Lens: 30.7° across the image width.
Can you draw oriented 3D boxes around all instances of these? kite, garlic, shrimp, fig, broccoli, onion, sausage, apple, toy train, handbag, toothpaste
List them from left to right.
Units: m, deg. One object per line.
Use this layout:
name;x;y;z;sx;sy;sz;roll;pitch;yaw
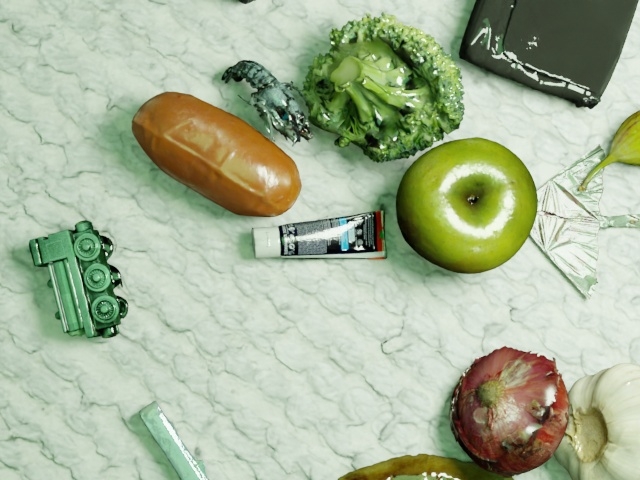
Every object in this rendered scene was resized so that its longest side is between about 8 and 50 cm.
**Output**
toy train;-0.338;0.061;1.648;0.111;0.071;0.171;-15;86;8
sausage;-0.145;-0.120;1.633;0.258;0.133;0.133;32;86;3
shrimp;-0.076;-0.199;1.637;0.082;0.076;0.174;-27;62;-36
toothpaste;0.000;0.000;1.668;0.193;0.045;0.071;-5;93;-7
broccoli;0.089;-0.207;1.610;0.176;0.226;0.198;15;108;-25
apple;0.201;-0.047;1.612;0.196;0.157;0.196;0;87;-4
onion;0.271;0.237;1.601;0.147;0.184;0.184;21;83;-43
handbag;0.336;-0.332;1.683;0.223;0.080;0.247;21;83;-6
kite;0.401;-0.027;1.685;0.250;0.012;0.229;3;84;0
fig;0.439;-0.136;1.653;0.166;0.093;0.093;-19;85;-5
garlic;0.444;0.273;1.604;0.226;0.199;0.199;8;84;-32

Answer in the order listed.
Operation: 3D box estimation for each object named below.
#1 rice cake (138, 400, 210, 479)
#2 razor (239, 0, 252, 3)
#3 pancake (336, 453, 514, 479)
rice cake;-0.193;0.306;1.643;0.042;0.030;0.180;-34;87;-7
razor;-0.139;-0.411;1.676;0.054;0.090;0.148;-34;86;9
pancake;0.188;0.407;1.627;0.376;0.054;0.197;16;86;2
